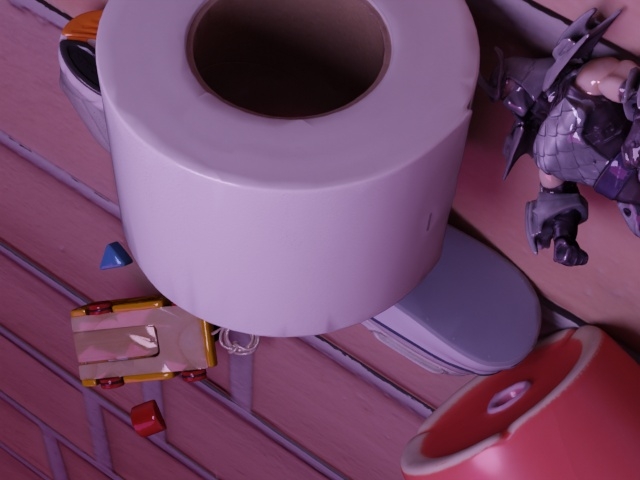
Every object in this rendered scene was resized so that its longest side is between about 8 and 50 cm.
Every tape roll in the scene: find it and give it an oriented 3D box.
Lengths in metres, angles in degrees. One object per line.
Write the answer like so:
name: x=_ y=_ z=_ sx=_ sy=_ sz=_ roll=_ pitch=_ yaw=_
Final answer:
tape roll: x=-0.023 y=-0.079 z=0.850 sx=0.246 sy=0.246 sz=0.169 roll=31 pitch=149 yaw=17

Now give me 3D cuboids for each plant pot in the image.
plant pot: x=0.210 y=0.218 z=0.990 sx=0.243 sy=0.275 sz=0.275 roll=55 pitch=149 yaw=-4

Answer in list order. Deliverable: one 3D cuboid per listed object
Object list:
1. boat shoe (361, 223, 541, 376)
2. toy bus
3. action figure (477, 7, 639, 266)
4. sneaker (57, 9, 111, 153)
boat shoe: x=0.006 y=-0.006 z=1.050 sx=0.367 sy=0.135 sz=0.156 roll=34 pitch=155 yaw=-7
toy bus: x=-0.181 y=0.106 z=1.425 sx=0.202 sy=0.191 sz=0.104 roll=39 pitch=-166 yaw=5
action figure: x=0.210 y=-0.031 z=0.793 sx=0.285 sy=0.099 sz=0.185 roll=40 pitch=160 yaw=11
sneaker: x=-0.141 y=-0.089 z=1.146 sx=0.262 sy=0.099 sz=0.121 roll=51 pitch=158 yaw=-2
